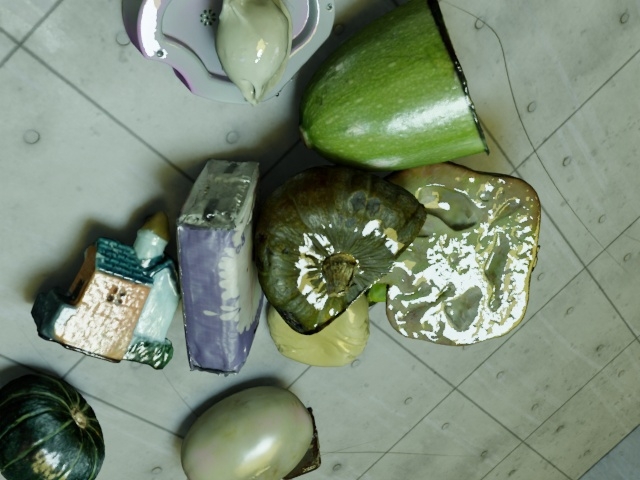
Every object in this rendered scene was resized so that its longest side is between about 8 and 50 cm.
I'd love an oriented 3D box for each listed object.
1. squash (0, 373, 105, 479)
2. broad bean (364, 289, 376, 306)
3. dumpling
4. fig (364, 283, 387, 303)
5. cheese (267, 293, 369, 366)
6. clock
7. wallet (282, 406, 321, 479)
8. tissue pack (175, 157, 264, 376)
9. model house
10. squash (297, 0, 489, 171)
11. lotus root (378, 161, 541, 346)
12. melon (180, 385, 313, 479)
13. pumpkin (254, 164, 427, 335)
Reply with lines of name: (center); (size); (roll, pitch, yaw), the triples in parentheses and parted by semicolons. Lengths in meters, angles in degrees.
squash: (-0.524, 0.378, 1.443); (0.165, 0.252, 0.252); (-32, 132, 0)
broad bean: (0.108, 0.135, 1.766); (0.254, 0.046, 0.065); (-31, 145, -8)
dumpling: (-0.092, -0.312, 1.162); (0.155, 0.111, 0.181); (-45, 164, -33)
fig: (0.237, 0.035, 1.650); (0.233, 0.233, 0.314); (0, 120, -29)
cheese: (-0.003, 0.185, 1.675); (0.226, 0.117, 0.214); (-1, 123, 1)
clock: (-0.141, -0.388, 1.210); (0.338, 0.102, 0.338); (-15, 128, -20)
wallet: (-0.059, 0.537, 1.970); (0.122, 0.031, 0.232); (-20, 129, -14)
tissue pack: (-0.180, 0.045, 1.403); (0.125, 0.242, 0.343); (5, 125, 6)
model house: (-0.354, 0.073, 1.398); (0.253, 0.184, 0.291); (27, 93, -33)
squash: (0.115, -0.247, 1.376); (0.309, 0.310, 0.310); (-20, 134, 15)
lotus root: (0.257, 0.013, 1.467); (0.375, 0.111, 0.390); (-39, 95, 11)
melon: (-0.171, 0.462, 1.727); (0.317, 0.223, 0.223); (-31, 132, -6)
pumpkin: (0.000, 0.000, 1.311); (0.232, 0.242, 0.325); (37, 105, -16)
